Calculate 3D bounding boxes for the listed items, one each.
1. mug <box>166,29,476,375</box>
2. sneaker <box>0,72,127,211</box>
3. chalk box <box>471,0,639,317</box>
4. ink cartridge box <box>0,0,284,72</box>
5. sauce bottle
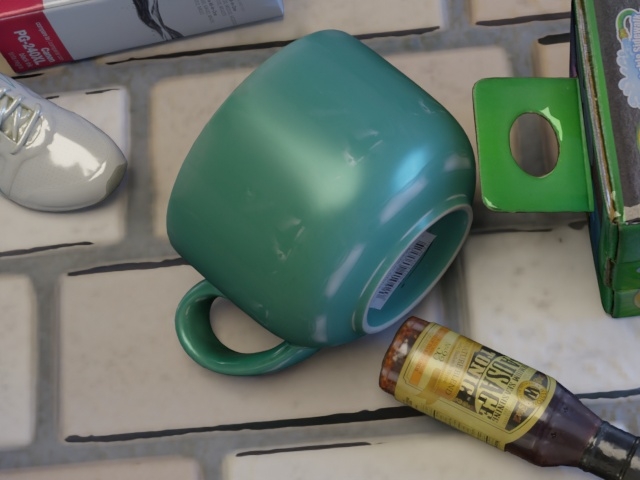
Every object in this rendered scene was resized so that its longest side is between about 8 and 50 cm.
[{"bbox_3d":[0.007,-0.007,0.753,0.097,0.157,0.129,39,54,20],"label":"mug"},{"bbox_3d":[-0.169,-0.061,0.824,0.152,0.061,0.053,24,72,15],"label":"sneaker"},{"bbox_3d":[0.177,-0.049,0.733,0.213,0.132,0.132,-6,69,7],"label":"chalk box"},{"bbox_3d":[-0.100,-0.160,0.850,0.151,0.063,0.109,-11,67,4],"label":"ink cartridge box"},{"bbox_3d":[0.090,0.076,0.744,0.128,0.042,0.042,23,74,15],"label":"sauce bottle"}]
